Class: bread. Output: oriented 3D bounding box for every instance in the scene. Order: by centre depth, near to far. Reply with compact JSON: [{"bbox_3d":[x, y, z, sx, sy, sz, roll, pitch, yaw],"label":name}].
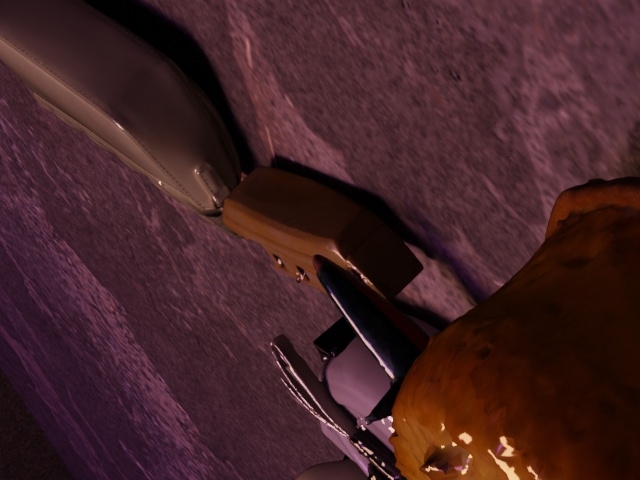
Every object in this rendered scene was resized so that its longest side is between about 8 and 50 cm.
[{"bbox_3d":[0.135,0.090,0.737,0.179,0.194,0.340,44,165,16],"label":"bread"}]

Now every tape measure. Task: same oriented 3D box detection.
[{"bbox_3d":[0.066,0.139,1.144,0.196,0.105,0.178,39,158,34],"label":"tape measure"}]

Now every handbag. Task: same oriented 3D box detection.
[{"bbox_3d":[-0.151,-0.100,1.258,0.256,0.079,0.219,36,168,39],"label":"handbag"}]

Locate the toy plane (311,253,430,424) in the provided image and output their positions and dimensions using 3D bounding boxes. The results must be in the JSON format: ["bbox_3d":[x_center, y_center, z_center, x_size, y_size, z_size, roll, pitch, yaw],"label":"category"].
[{"bbox_3d":[0.099,0.139,0.998,0.326,0.104,0.223,45,130,-3],"label":"toy plane"}]

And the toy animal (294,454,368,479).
[{"bbox_3d":[0.039,0.225,1.283,0.166,0.179,0.138,31,140,30],"label":"toy animal"}]

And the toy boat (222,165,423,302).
[{"bbox_3d":[0.000,0.000,1.109,0.200,0.057,0.077,24,153,53],"label":"toy boat"}]
